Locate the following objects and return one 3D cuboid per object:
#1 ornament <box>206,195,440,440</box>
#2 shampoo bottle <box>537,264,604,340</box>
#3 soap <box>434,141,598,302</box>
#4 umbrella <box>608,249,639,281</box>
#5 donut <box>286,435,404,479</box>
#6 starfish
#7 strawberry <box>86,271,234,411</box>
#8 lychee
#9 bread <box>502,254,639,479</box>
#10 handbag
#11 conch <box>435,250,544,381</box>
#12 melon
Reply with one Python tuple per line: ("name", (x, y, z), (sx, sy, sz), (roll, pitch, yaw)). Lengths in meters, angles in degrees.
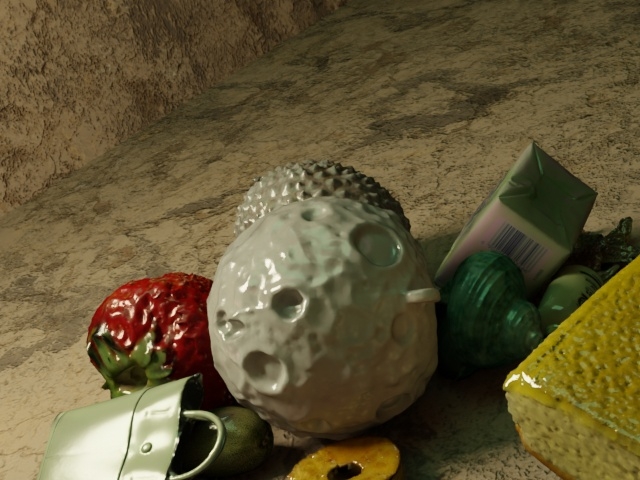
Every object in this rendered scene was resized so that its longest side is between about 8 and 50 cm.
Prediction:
("ornament", (-0.001, 0.104, 1.618), (0.337, 0.337, 0.337), (-19, 23, 8))
("shampoo bottle", (0.339, 0.104, 1.639), (0.079, 0.079, 0.162), (-8, 27, 32))
("soap", (0.290, -0.007, 1.753), (0.199, 0.138, 0.182), (-57, -2, 40))
("umbrella", (0.555, -0.007, 1.697), (0.337, 0.067, 0.073), (-29, 10, -14))
("donut", (0.035, 0.309, 1.497), (0.152, 0.058, 0.152), (-18, 23, 8))
("starfish", (0.430, 0.020, 1.806), (0.150, 0.053, 0.210), (-47, 34, -20))
("strawberry", (-0.214, 0.159, 1.828), (0.257, 0.257, 0.277), (-9, 18, 29))
("lychee", (0.005, 0.000, 1.945), (0.300, 0.300, 0.300), (-19, 23, 8))
("bread", (0.419, 0.159, 1.264), (0.333, 0.143, 0.324), (-37, 45, -25))
("handbag", (-0.244, 0.307, 1.633), (0.315, 0.109, 0.241), (-14, 49, 26))
("conch", (0.226, 0.110, 1.618), (0.134, 0.196, 0.202), (-8, 20, -10))
("melon", (-0.141, 0.284, 1.668), (0.162, 0.099, 0.099), (-11, 25, 29))
